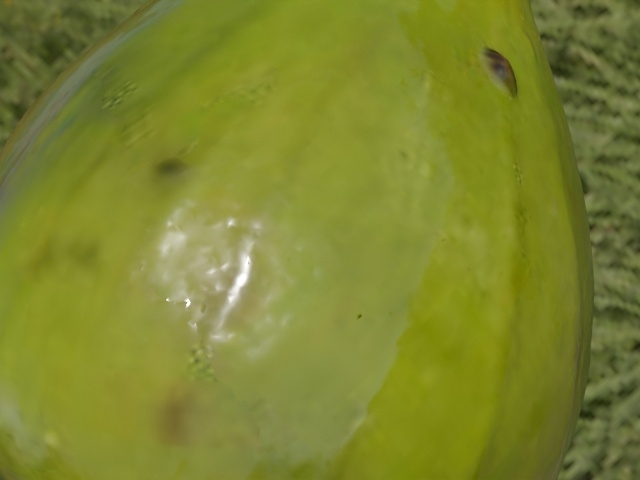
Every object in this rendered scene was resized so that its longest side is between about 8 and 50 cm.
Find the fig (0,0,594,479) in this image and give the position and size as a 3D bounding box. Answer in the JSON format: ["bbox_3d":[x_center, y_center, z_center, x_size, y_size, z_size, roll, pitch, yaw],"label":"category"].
[{"bbox_3d":[0.000,0.000,0.594,0.225,0.203,0.203,-62,34,9],"label":"fig"}]
